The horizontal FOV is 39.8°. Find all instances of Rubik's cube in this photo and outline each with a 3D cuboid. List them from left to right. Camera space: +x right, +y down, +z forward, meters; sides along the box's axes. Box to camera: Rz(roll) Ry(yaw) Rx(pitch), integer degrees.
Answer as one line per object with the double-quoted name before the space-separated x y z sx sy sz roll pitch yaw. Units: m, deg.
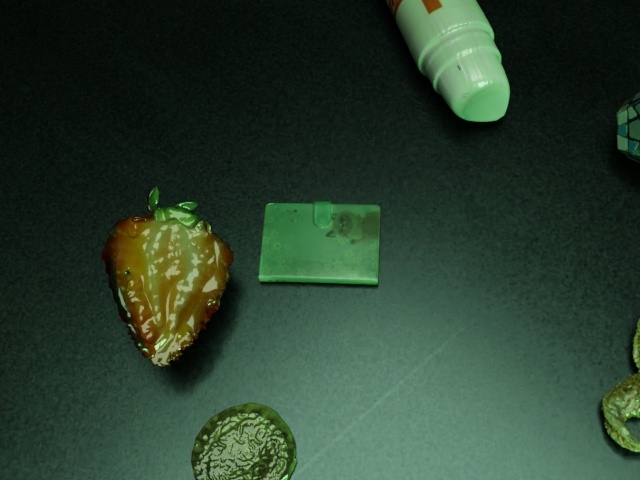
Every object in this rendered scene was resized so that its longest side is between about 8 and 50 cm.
"Rubik's cube" 0.389 -0.129 1.000 0.093 0.111 0.111 -9 60 -31

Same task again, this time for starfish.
"starfish" 0.363 0.155 0.899 0.150 0.053 0.209 -4 67 17

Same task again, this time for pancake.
"pancake" -0.079 0.222 0.911 0.115 0.011 0.114 -2 64 4

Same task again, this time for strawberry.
"strawberry" -0.165 0.041 0.968 0.140 0.085 0.192 -27 70 -17

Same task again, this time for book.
"book" 0.000 0.000 1.012 0.135 0.017 0.103 1 64 5

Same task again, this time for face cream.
"face cream" 0.136 -0.299 1.103 0.102 0.102 0.345 -18 62 -4
